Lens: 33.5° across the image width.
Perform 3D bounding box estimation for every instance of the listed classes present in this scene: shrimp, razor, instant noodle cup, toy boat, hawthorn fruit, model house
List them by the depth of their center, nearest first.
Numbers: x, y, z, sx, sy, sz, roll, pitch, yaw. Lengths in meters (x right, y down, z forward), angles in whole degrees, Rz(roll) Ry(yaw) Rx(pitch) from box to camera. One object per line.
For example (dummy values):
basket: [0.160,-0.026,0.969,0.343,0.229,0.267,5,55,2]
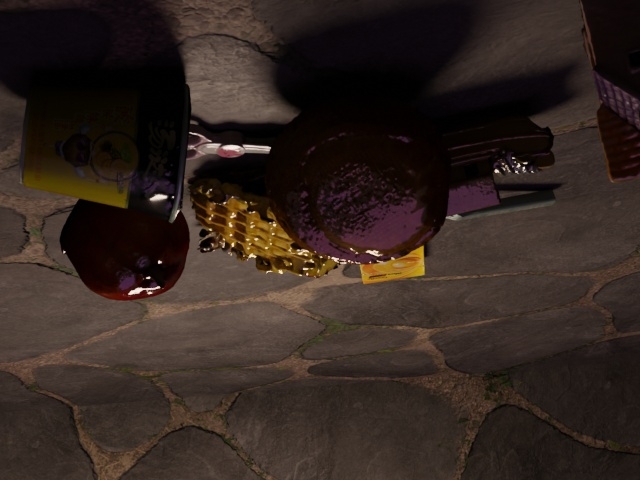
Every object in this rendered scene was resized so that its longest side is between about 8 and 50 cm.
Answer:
model house: [0.490,-0.228,1.512,0.202,0.238,0.237,-10,160,13]
instant noodle cup: [-0.316,-0.142,1.568,0.236,0.216,0.215,7,158,-12]
toy boat: [0.188,-0.110,1.854,0.445,0.162,0.136,-11,164,12]
hawthorn fruit: [-0.330,0.006,1.865,0.215,0.249,0.215,-18,128,-24]
shrimp: [-0.136,-0.035,2.108,0.294,0.062,0.154,-21,162,32]
razor: [0.348,-0.072,2.172,0.277,0.056,0.111,-3,159,-11]

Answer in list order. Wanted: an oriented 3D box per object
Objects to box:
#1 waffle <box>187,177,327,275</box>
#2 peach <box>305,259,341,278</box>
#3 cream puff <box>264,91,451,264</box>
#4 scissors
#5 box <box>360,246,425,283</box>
waffle: [-0.119,-0.021,1.954,0.280,0.060,0.262,1,144,46]
peach: [-0.004,-0.007,2.146,0.151,0.118,0.151,-35,148,-26]
cream puff: [0.059,-0.107,1.708,0.302,0.212,0.303,1,119,1]
scissors: [-0.155,-0.161,1.782,0.242,0.031,0.118,1,160,-15]
box: [0.161,0.032,2.417,0.152,0.044,0.269,-7,160,3]
